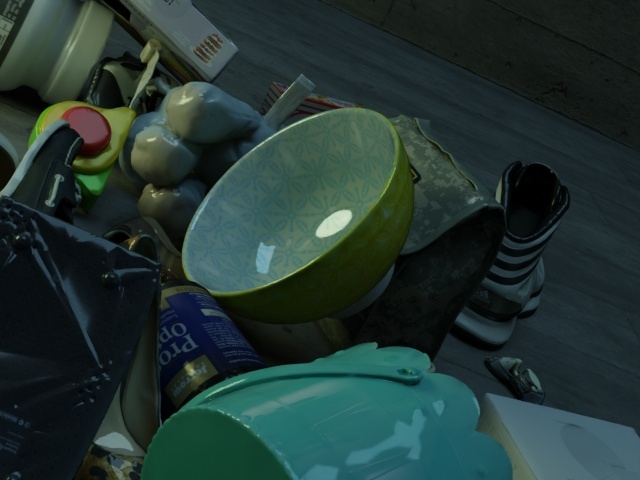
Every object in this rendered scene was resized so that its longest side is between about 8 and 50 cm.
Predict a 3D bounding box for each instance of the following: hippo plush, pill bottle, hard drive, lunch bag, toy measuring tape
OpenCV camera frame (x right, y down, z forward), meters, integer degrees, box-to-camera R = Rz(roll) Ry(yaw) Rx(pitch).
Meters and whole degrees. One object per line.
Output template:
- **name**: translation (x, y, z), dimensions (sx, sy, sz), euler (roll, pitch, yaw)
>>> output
- **hippo plush**: translation (-0.177, -0.153, 1.429), dimensions (0.236, 0.294, 0.234), euler (35, -11, 43)
- **pill bottle**: translation (-0.503, -0.349, 1.525), dimensions (0.363, 0.210, 0.210), euler (27, 21, -21)
- **pill bottle**: translation (-0.112, 0.147, 1.028), dimensions (0.123, 0.122, 0.219), euler (5, 31, -43)
- **hard drive**: translation (-0.255, 0.104, 0.871), dimensions (0.172, 0.054, 0.254), euler (24, 65, -6)
- **lunch bag**: translation (0.098, -0.003, 1.374), dimensions (0.169, 0.287, 0.235), euler (11, 28, -35)
- **toy measuring tape**: translation (-0.313, -0.174, 1.405), dimensions (0.121, 0.121, 0.330), euler (23, 53, -11)

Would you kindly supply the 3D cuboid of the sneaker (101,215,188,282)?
- **sneaker**: translation (-0.198, 0.040, 1.265), dimensions (0.071, 0.066, 0.188), euler (-19, 44, -35)

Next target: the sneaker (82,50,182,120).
- **sneaker**: translation (-0.280, -0.213, 1.615), dimensions (0.146, 0.122, 0.330), euler (24, 23, -3)

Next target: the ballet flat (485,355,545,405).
- **ballet flat**: translation (0.283, 0.192, 1.482), dimensions (0.041, 0.041, 0.114), euler (6, 30, -41)

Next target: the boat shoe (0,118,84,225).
- **boat shoe**: translation (-0.327, -0.033, 1.184), dimensions (0.091, 0.114, 0.302), euler (28, 40, -7)

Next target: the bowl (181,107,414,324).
- **bowl**: translation (0.000, 0.000, 1.201), dimensions (0.156, 0.289, 0.289), euler (52, 8, -32)

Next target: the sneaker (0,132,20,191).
- **sneaker**: translation (-0.496, -0.153, 1.264), dimensions (0.290, 0.106, 0.123), euler (23, 25, -8)

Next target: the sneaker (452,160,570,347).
- **sneaker**: translation (0.337, -0.012, 1.695), dimensions (0.169, 0.257, 0.447), euler (30, 22, 7)

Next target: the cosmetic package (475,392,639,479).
- **cosmetic package**: translation (0.274, 0.303, 1.105), dimensions (0.224, 0.138, 0.224), euler (17, 24, -25)

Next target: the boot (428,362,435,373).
- **boot**: translation (0.065, 0.167, 1.238), dimensions (0.158, 0.084, 0.059), euler (10, 30, -33)

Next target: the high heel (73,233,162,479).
- **high heel**: translation (-0.170, 0.122, 0.933), dimensions (0.093, 0.186, 0.261), euler (12, 27, -36)

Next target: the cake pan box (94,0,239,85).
- **cake pan box**: translation (-0.250, -0.340, 1.557), dimensions (0.267, 0.070, 0.246), euler (44, -10, -12)

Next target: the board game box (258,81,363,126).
- **board game box**: translation (-0.027, -0.185, 1.806), dimensions (0.193, 0.146, 0.045), euler (9, 29, -36)

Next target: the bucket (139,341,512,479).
- **bucket**: translation (-0.003, 0.225, 0.801), dimensions (0.183, 0.281, 0.281), euler (-7, 40, -41)
